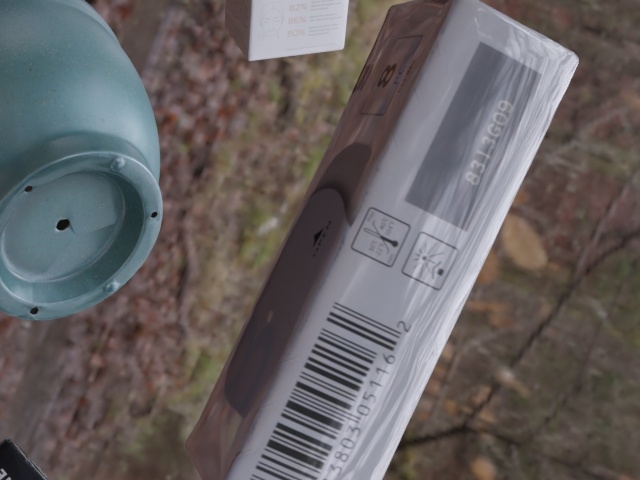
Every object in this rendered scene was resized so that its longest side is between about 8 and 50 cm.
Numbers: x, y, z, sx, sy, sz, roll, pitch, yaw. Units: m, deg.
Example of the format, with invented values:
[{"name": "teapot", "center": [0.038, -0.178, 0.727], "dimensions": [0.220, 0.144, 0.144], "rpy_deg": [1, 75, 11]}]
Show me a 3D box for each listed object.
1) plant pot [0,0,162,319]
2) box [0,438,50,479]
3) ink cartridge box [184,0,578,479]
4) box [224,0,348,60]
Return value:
[{"name": "plant pot", "center": [-0.257, -0.055, 1.225], "dimensions": [0.293, 0.196, 0.293], "rpy_deg": [-24, 138, -24]}, {"name": "box", "center": [-0.142, 0.231, 0.659], "dimensions": [0.175, 0.220, 0.051], "rpy_deg": [-41, 167, -14]}, {"name": "ink cartridge box", "center": [0.000, 0.000, 0.935], "dimensions": [0.308, 0.091, 0.385], "rpy_deg": [-65, -164, 0]}, {"name": "box", "center": [-0.039, -0.318, 1.701], "dimensions": [0.091, 0.130, 0.170], "rpy_deg": [-124, -148, -47]}]
